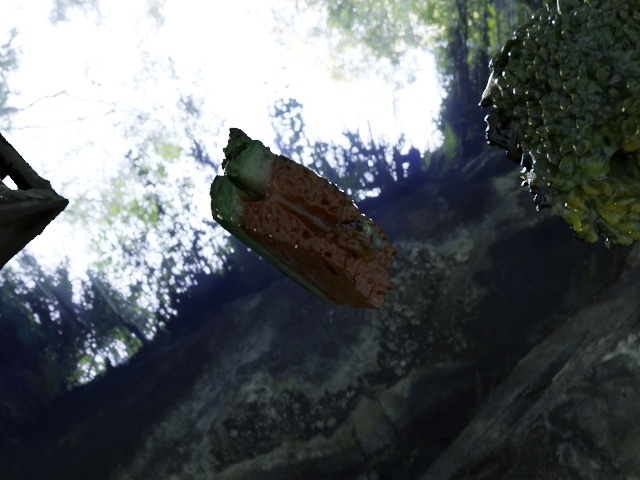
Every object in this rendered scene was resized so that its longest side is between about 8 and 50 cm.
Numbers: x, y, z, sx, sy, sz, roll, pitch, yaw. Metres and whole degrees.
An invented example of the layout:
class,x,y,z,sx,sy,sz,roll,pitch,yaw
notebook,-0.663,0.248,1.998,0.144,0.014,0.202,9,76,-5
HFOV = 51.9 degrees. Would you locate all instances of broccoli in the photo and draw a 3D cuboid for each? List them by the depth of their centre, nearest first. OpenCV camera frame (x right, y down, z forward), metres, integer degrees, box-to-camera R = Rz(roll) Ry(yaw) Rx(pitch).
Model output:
class,x,y,z,sx,sy,sz,roll,pitch,yaw
broccoli,0.299,-0.123,0.582,0.273,0.180,0.242,16,-110,-18

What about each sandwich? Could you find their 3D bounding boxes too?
class,x,y,z,sx,sy,sz,roll,pitch,yaw
sandwich,-0.002,0.001,0.823,0.212,0.292,0.109,29,-99,34

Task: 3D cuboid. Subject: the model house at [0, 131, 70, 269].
class,x,y,z,sx,sy,sz,roll,pitch,yaw
model house,-0.430,-0.038,0.486,0.317,0.297,0.282,-44,-95,0
